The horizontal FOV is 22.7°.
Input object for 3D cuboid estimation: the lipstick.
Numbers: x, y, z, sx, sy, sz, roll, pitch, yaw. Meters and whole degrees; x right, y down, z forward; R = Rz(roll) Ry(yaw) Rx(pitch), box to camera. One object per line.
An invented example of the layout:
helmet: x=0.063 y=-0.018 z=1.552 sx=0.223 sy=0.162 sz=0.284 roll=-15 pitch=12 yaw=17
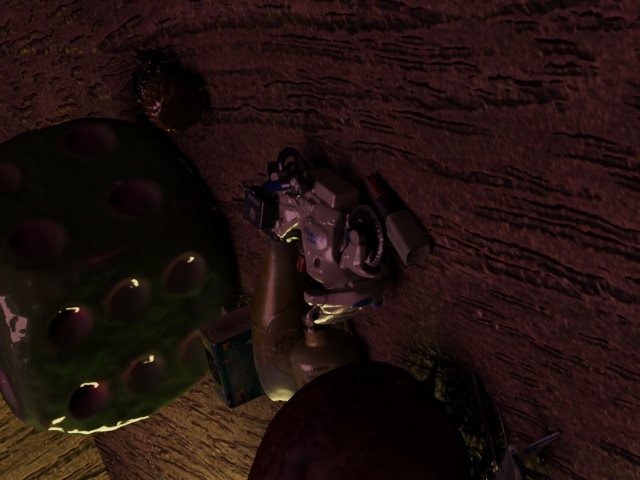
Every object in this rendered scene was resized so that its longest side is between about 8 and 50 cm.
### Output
lipstick: x=0.070 y=-0.025 z=1.518 sx=0.025 sy=0.025 sz=0.107 roll=94 pitch=153 yaw=-53

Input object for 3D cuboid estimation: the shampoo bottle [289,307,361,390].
shampoo bottle: x=0.009 y=0.149 z=1.791 sx=0.079 sy=0.079 sz=0.162 roll=31 pitch=141 yaw=58

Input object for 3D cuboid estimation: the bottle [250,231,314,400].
bottle: x=-0.039 y=0.072 z=1.830 sx=0.083 sy=0.083 sz=0.270 roll=48 pitch=150 yaw=41

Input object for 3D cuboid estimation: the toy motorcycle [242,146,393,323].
toy motorcycle: x=0.000 y=0.000 z=1.629 sx=0.221 sy=0.102 sz=0.150 roll=41 pitch=133 yaw=49

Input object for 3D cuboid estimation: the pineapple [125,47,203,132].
pineapple: x=-0.198 y=-0.188 z=1.960 sx=0.159 sy=0.074 sz=0.074 roll=47 pitch=153 yaw=51

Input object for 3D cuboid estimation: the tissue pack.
tissue pack: x=-0.108 y=0.145 z=2.083 sx=0.079 sy=0.085 sz=0.111 roll=43 pitch=151 yaw=51

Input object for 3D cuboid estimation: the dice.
dice: x=-0.314 y=0.050 z=2.153 sx=0.330 sy=0.322 sz=0.318 roll=47 pitch=153 yaw=39

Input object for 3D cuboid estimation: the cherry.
cherry: x=0.032 y=0.244 z=1.574 sx=0.203 sy=0.300 sz=0.230 roll=33 pitch=-174 yaw=-16

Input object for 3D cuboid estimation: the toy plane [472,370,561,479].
toy plane: x=0.177 y=0.237 z=1.492 sx=0.226 sy=0.058 sz=0.226 roll=97 pitch=160 yaw=-55
